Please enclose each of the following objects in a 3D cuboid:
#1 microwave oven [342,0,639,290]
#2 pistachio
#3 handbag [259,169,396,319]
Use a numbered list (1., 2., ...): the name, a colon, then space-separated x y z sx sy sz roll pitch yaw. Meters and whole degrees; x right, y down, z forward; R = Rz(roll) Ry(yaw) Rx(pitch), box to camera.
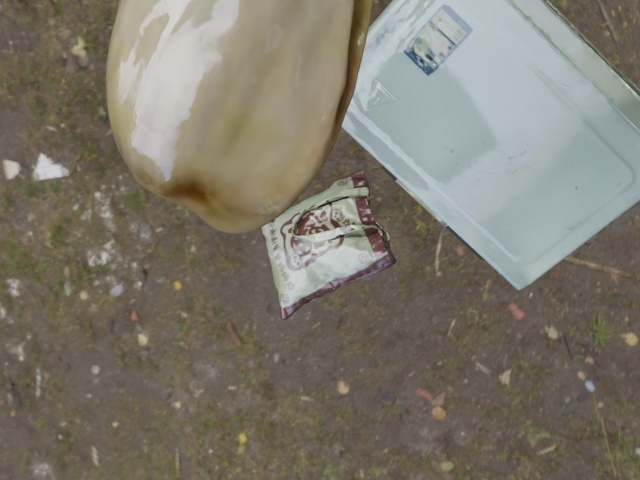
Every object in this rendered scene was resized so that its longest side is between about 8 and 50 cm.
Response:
1. microwave oven: 0.215 -0.170 0.862 0.355 0.218 0.286 41 118 -8
2. pistachio: -0.039 -0.108 0.369 0.131 0.129 0.206 20 98 12
3. handbag: 0.000 0.000 1.237 0.235 0.127 0.213 -28 58 20
